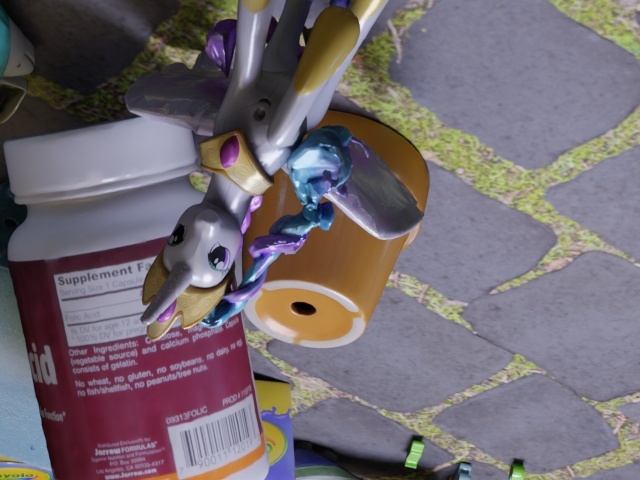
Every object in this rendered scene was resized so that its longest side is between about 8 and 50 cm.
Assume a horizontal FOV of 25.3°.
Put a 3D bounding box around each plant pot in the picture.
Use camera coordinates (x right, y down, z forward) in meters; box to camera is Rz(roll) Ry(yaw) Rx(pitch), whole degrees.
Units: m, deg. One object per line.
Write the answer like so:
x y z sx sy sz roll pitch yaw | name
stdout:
0.000 0.000 1.482 0.205 0.188 0.205 8 146 6 | plant pot
-0.341 0.079 1.675 0.248 0.247 0.252 18 128 -9 | plant pot

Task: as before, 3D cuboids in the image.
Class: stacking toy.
0.195 0.368 2.078 0.167 0.052 0.221 12 145 0 | stacking toy

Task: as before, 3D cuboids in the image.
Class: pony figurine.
-0.038 -0.117 1.223 0.303 0.351 0.363 26 118 5 | pony figurine

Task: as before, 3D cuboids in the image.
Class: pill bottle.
-0.193 0.074 1.457 0.224 0.392 0.224 -10 -174 1 | pill bottle

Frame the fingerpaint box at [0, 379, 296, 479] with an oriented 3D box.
-0.306 0.311 1.976 0.445 0.163 0.371 8 149 -21 | fingerpaint box

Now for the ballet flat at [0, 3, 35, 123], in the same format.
-0.336 -0.176 1.446 0.087 0.083 0.247 -1 152 -25 | ballet flat

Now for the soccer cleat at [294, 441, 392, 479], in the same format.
0.056 0.389 2.040 0.289 0.121 0.093 21 138 13 | soccer cleat
